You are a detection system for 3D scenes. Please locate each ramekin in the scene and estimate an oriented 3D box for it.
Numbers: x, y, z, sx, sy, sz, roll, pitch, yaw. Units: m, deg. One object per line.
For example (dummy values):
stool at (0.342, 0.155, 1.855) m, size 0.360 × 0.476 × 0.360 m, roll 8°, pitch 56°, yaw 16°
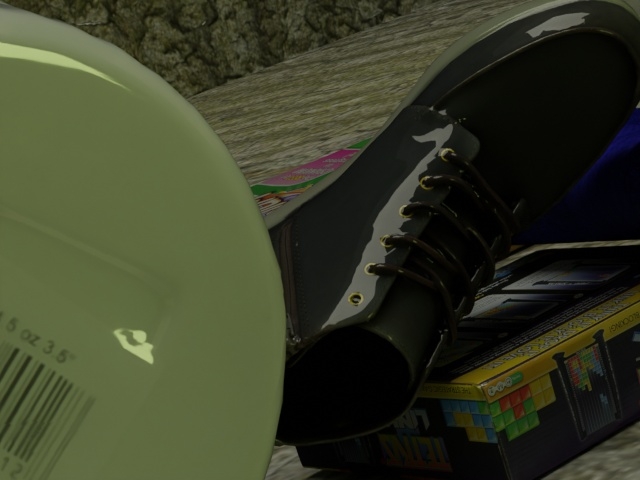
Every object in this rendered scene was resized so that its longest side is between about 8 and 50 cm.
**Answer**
ramekin at (-0.146, 0.041, 0.695) m, size 0.277 × 0.277 × 0.135 m, roll -23°, pitch 18°, yaw -27°

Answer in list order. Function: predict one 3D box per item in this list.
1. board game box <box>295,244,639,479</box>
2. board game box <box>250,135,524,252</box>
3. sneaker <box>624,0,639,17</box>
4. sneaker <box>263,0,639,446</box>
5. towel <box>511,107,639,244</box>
board game box at (0.090, 0.051, 0.856) m, size 0.170 × 0.048 × 0.141 m, roll -24°, pitch 13°, yaw -34°
board game box at (0.000, 0.000, 1.251) m, size 0.317 × 0.064 × 0.242 m, roll -24°, pitch 11°, yaw -32°
sneaker at (0.256, -0.103, 1.138) m, size 0.331 × 0.146 × 0.122 m, roll -7°, pitch -28°, yaw 42°
sneaker at (0.055, -0.003, 0.789) m, size 0.222 × 0.083 × 0.118 m, roll -40°, pitch 25°, yaw 9°
towel at (0.200, -0.040, 0.916) m, size 0.228 × 0.076 × 0.308 m, roll -2°, pitch -1°, yaw -30°
